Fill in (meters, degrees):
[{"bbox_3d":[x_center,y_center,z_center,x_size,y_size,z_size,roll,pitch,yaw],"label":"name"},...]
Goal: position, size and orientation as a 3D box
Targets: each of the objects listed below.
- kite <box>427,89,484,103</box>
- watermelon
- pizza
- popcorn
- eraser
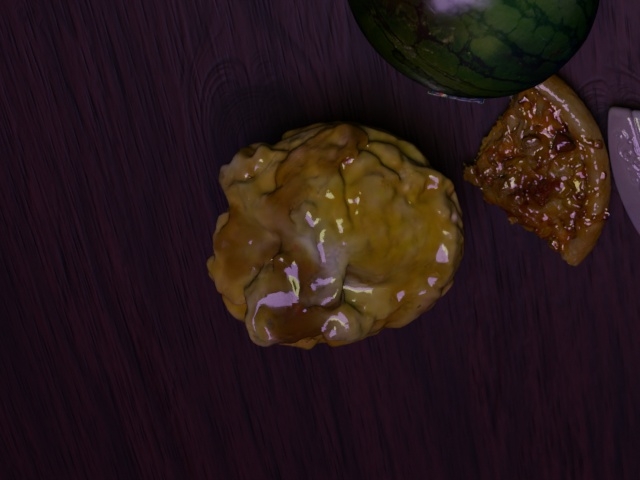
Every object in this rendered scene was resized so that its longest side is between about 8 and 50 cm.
[{"bbox_3d":[0.224,-0.245,1.926,0.122,0.004,0.090,-27,109,24],"label":"kite"},{"bbox_3d":[0.205,-0.362,1.681,0.363,0.363,0.363,6,119,10],"label":"watermelon"},{"bbox_3d":[0.335,-0.103,1.933,0.226,0.086,0.335,-8,117,16],"label":"pizza"},{"bbox_3d":[0.016,-0.010,1.929,0.390,0.354,0.344,-21,91,-21],"label":"popcorn"},{"bbox_3d":[0.537,-0.085,1.906,0.204,0.059,0.243,4,119,11],"label":"eraser"}]
